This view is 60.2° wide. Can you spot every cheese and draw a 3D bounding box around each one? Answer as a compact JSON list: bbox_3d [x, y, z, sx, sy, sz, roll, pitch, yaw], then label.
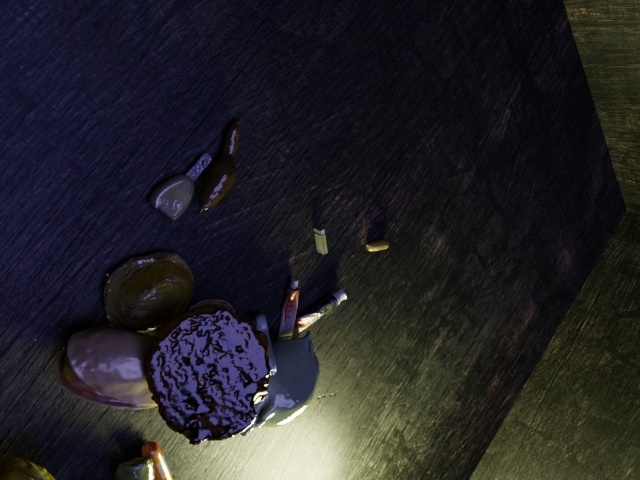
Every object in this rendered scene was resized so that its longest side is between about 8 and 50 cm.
[{"bbox_3d":[-0.339,-0.141,1.377,0.192,0.037,0.097,-52,133,-12],"label":"cheese"}]

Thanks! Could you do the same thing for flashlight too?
[{"bbox_3d":[-0.165,0.302,1.597,0.048,0.200,0.093,-9,136,-9],"label":"flashlight"}]

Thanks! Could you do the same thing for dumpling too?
[{"bbox_3d":[-0.122,0.451,1.675,0.321,0.212,0.269,-16,119,-25],"label":"dumpling"}]

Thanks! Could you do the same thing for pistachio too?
[{"bbox_3d":[-0.473,0.310,1.332,0.299,0.187,0.187,18,94,-35],"label":"pistachio"}]

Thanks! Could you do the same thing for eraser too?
[{"bbox_3d":[0.000,0.000,1.722,0.019,0.038,0.083,-24,121,-30],"label":"eraser"}]

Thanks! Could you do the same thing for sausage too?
[{"bbox_3d":[-0.450,0.699,1.591,0.053,0.053,0.347,-27,123,-31],"label":"sausage"}]

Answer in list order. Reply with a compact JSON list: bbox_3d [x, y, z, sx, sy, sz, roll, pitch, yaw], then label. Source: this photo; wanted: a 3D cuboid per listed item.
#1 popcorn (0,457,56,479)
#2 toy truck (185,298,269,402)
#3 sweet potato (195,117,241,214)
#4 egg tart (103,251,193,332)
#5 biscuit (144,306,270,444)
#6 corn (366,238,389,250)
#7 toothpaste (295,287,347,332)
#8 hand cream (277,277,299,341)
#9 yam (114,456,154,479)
[{"bbox_3d":[-0.694,0.624,1.214,0.247,0.282,0.282,14,98,-11],"label":"popcorn"},{"bbox_3d":[-0.271,0.322,1.497,0.204,0.212,0.287,-1,103,-40],"label":"toy truck"},{"bbox_3d":[-0.249,-0.182,1.418,0.075,0.075,0.269,27,80,-43],"label":"sweet potato"},{"bbox_3d":[-0.417,0.139,1.385,0.252,0.098,0.231,22,95,-47],"label":"egg tart"},{"bbox_3d":[-0.263,0.317,1.323,0.290,0.081,0.333,-14,102,-20],"label":"biscuit"},{"bbox_3d":[0.198,0.017,1.901,0.092,0.037,0.037,-10,113,-34],"label":"corn"},{"bbox_3d":[0.000,0.228,1.808,0.194,0.045,0.071,-33,141,-23],"label":"toothpaste"},{"bbox_3d":[-0.099,0.218,1.728,0.052,0.038,0.216,4,109,-13],"label":"hand cream"},{"bbox_3d":[-0.503,0.691,1.509,0.106,0.106,0.259,-12,113,-37],"label":"yam"}]
